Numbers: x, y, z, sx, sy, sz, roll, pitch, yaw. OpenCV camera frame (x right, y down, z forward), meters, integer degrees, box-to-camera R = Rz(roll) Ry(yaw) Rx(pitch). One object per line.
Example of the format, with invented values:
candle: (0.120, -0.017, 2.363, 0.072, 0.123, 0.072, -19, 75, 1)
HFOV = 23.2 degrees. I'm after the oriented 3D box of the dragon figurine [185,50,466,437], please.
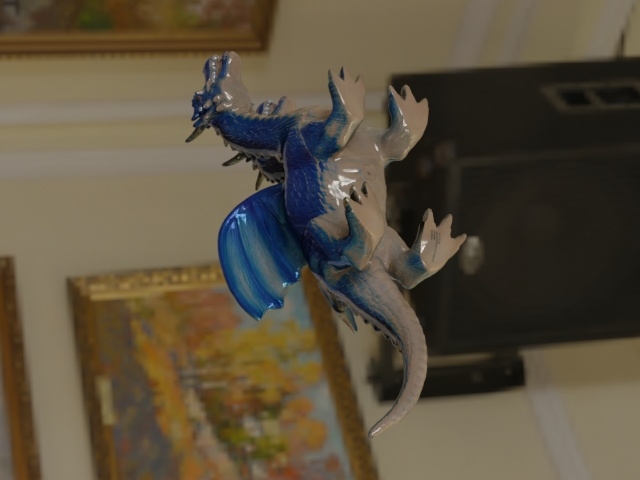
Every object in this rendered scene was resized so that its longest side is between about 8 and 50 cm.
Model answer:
dragon figurine: (0.000, 0.000, 0.889, 0.144, 0.085, 0.289, -39, -127, 41)
